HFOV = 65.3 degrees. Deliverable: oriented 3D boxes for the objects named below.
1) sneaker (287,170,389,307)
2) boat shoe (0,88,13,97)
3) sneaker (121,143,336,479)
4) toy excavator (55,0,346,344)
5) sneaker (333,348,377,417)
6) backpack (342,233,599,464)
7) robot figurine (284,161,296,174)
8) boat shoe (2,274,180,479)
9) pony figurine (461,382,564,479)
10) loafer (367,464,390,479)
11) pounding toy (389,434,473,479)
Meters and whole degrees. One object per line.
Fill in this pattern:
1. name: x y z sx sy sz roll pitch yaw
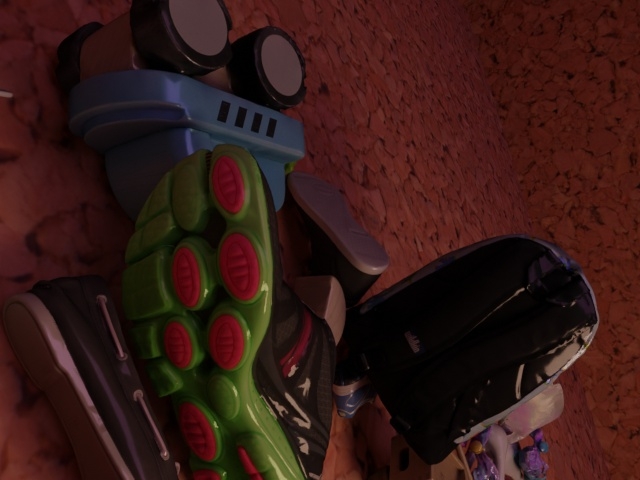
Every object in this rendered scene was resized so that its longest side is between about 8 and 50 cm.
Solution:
1. sneaker: 0.000 0.000 0.916 0.104 0.147 0.296 -4 44 -36
2. boat shoe: -0.346 -0.097 0.416 0.135 0.156 0.367 9 65 -53
3. sneaker: -0.087 0.121 0.603 0.202 0.185 0.483 -50 138 -60
4. toy excavator: -0.127 -0.049 0.699 0.432 0.222 0.446 6 81 -54
5. sneaker: 0.078 0.248 0.915 0.211 0.080 0.081 -15 106 -55
6. backpack: 0.258 0.137 0.816 0.290 0.355 0.273 55 29 18
7. robot figurine: -0.077 -0.175 0.920 0.101 0.067 0.115 24 53 -48
8. boat shoe: -0.200 0.187 0.510 0.095 0.112 0.335 -26 91 -52
9. pony figurine: 0.362 0.425 1.067 0.351 0.302 0.364 52 51 -37
10. loafer: 0.116 0.466 0.853 0.056 0.050 0.148 27 48 -52
11. pounding toy: 0.210 0.432 0.884 0.206 0.094 0.181 52 21 -12
